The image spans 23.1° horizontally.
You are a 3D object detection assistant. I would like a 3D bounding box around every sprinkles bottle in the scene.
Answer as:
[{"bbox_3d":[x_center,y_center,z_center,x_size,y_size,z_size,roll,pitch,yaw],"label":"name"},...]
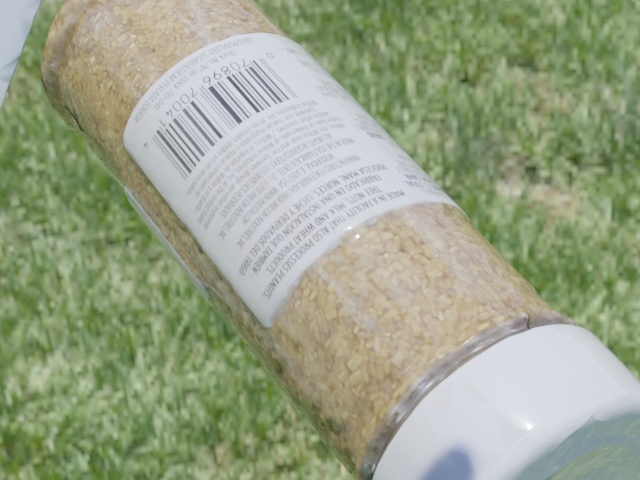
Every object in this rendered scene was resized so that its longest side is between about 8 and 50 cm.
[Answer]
[{"bbox_3d":[0.000,0.000,0.723,0.121,0.121,0.355,-24,52,-23],"label":"sprinkles bottle"}]

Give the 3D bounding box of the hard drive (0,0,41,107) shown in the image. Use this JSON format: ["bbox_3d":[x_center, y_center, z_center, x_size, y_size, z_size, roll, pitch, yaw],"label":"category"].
[{"bbox_3d":[-0.332,-0.197,0.917,0.047,0.353,0.233,-2,66,60],"label":"hard drive"}]
